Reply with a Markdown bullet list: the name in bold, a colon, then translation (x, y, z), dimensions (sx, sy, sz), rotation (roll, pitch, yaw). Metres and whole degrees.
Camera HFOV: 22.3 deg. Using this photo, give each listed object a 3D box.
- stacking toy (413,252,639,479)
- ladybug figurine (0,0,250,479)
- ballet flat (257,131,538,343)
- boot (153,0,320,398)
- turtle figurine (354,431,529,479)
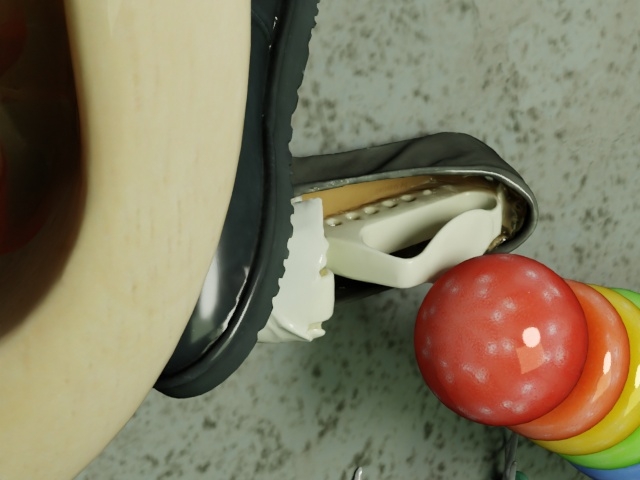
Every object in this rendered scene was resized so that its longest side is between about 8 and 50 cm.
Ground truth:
- **stacking toy**: translation (0.158, 0.082, 0.933), dimensions (0.330, 0.141, 0.141), rotation (19, 97, -53)
- **ladybug figurine**: translation (-0.180, -0.103, 0.544), dimensions (0.305, 0.162, 0.449), rotation (-5, 115, -8)
- **ballet flat**: translation (0.000, 0.000, 0.857), dimensions (0.280, 0.096, 0.095), rotation (-19, 120, -29)
- **boot**: translation (-0.104, -0.076, 0.716), dimensions (0.207, 0.094, 0.246), rotation (31, 60, -40)
- **turtle figurine**: translation (0.083, 0.224, 1.004), dimensions (0.175, 0.118, 0.234), rotation (-9, 119, -33)
